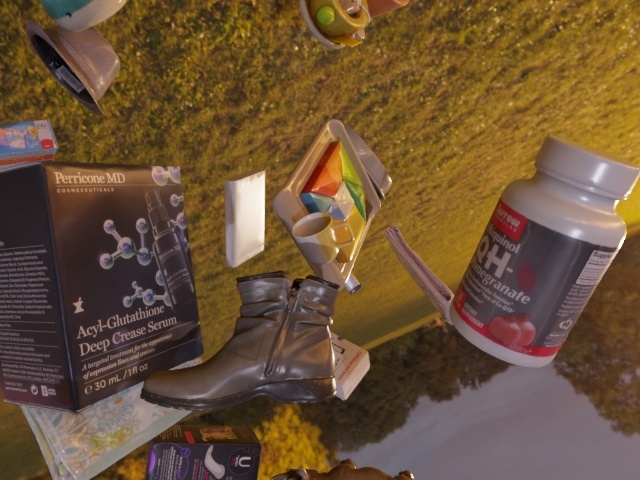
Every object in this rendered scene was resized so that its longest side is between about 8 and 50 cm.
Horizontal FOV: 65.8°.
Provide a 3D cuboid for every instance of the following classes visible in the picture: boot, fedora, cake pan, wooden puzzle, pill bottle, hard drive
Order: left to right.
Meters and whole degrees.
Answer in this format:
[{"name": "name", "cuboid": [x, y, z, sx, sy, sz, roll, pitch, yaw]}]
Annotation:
[{"name": "fedora", "cuboid": [-0.564, -0.431, 1.177, 0.124, 0.276, 0.243, -45, 130, -19]}, {"name": "boot", "cuboid": [-0.097, 0.120, 0.623, 0.247, 0.161, 0.083, -2, 177, -7]}, {"name": "hard drive", "cuboid": [-0.260, -0.081, 1.727, 0.203, 0.040, 0.307, -36, 135, -57]}, {"name": "wooden puzzle", "cuboid": [0.029, -0.064, 0.866, 0.044, 0.220, 0.238, -4, -140, 36]}, {"name": "cake pan", "cuboid": [0.111, -0.243, 1.470, 0.054, 0.293, 0.293, -40, 164, 1]}, {"name": "pill bottle", "cuboid": [0.333, 0.015, 0.744, 0.176, 0.176, 0.318, -9, 124, -48]}]

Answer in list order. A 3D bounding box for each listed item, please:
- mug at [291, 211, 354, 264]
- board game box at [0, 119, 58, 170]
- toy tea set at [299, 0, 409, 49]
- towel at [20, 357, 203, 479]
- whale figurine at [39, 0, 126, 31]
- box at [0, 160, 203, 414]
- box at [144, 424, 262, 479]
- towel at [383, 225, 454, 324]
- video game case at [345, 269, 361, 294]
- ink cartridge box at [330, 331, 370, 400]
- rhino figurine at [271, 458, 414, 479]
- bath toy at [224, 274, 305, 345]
[{"name": "mug", "cuboid": [0.003, 0.002, 0.728, 0.078, 0.064, 0.062, 8, -137, 41]}, {"name": "board game box", "cuboid": [-0.951, -0.246, 1.430, 0.309, 0.086, 0.302, -16, -178, -34]}, {"name": "toy tea set", "cuboid": [0.079, -0.380, 0.612, 0.124, 0.199, 0.336, -13, -157, 44]}, {"name": "towel", "cuboid": [-0.457, 0.301, 1.103, 0.375, 0.320, 0.090, -26, 179, -37]}, {"name": "whale figurine", "cuboid": [-0.485, -0.563, 1.033, 0.217, 0.271, 0.141, -7, 143, 25]}, {"name": "box", "cuboid": [-0.412, 0.065, 0.916, 0.212, 0.394, 0.294, -5, -176, 29]}, {"name": "box", "cuboid": [-0.304, 0.577, 1.272, 0.271, 0.165, 0.143, 9, 176, -18]}, {"name": "towel", "cuboid": [0.341, 0.119, 1.624, 0.053, 0.316, 0.332, -37, 154, 3]}, {"name": "video game case", "cuboid": [0.000, 0.000, 1.248, 0.035, 0.248, 0.275, -38, -171, 3]}, {"name": "ink cartridge box", "cuboid": [0.030, 0.373, 1.533, 0.148, 0.203, 0.085, -46, 144, -32]}, {"name": "rhino figurine", "cuboid": [0.042, 0.399, 0.802, 0.244, 0.073, 0.106, 9, 170, -1]}, {"name": "bath toy", "cuboid": [-0.097, 0.209, 1.045, 0.152, 0.128, 0.348, 5, 142, -27]}]
